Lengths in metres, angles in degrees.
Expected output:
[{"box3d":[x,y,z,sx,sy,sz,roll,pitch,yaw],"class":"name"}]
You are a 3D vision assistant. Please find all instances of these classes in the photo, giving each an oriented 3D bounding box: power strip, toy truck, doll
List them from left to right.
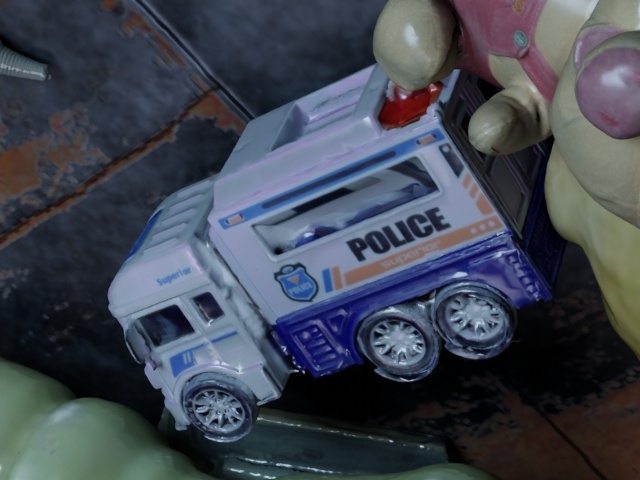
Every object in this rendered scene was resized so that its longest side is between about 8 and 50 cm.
[{"box3d":[-0.015,0.205,1.259,0.213,0.064,0.198,6,133,11],"class":"power strip"},{"box3d":[0.000,0.000,1.034,0.268,0.124,0.155,-22,115,29],"class":"toy truck"},{"box3d":[0.157,-0.090,0.825,0.256,0.152,0.196,41,148,27],"class":"doll"}]

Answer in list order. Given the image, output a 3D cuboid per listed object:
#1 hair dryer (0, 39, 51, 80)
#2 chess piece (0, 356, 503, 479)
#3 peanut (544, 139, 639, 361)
[{"box3d":[-0.239,-0.137,1.040,0.183,0.044,0.155,8,134,2],"class":"hair dryer"},{"box3d":[-0.062,0.215,1.120,0.442,0.234,0.234,14,134,21],"class":"chess piece"},{"box3d":[0.274,0.037,0.964,0.340,0.158,0.174,19,159,4],"class":"peanut"}]
